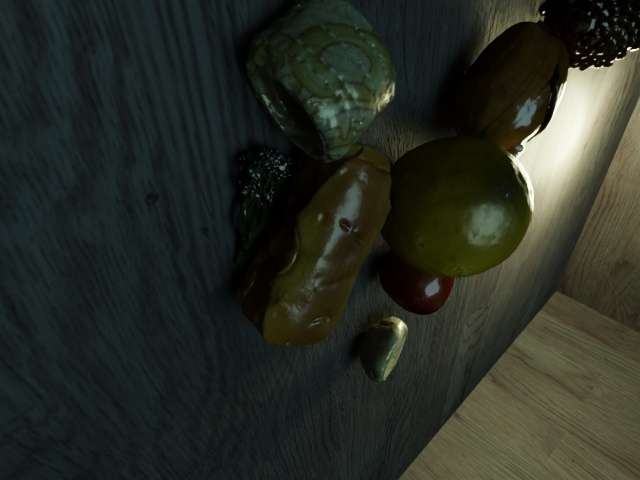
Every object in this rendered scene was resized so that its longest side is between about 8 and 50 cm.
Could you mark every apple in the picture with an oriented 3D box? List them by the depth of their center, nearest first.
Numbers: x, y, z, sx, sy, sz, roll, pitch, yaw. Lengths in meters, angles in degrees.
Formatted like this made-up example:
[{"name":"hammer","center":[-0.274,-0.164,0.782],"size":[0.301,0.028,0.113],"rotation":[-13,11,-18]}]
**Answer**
[{"name":"apple","center":[0.232,0.083,1.035],"size":[0.168,0.181,0.181],"rotation":[-51,144,-13]}]

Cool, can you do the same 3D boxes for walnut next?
[{"name":"walnut","center":[0.408,-0.333,0.915],"size":[0.336,0.209,0.209],"rotation":[-59,145,-9]}]

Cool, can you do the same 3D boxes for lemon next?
[{"name":"lemon","center":[0.262,-0.066,0.858],"size":[0.297,0.297,0.297],"rotation":[-30,137,-33]}]

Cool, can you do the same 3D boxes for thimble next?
[{"name":"thimble","center":[0.001,-0.214,0.566],"size":[0.143,0.137,0.190],"rotation":[-46,120,-14]}]

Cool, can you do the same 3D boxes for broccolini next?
[{"name":"broccolini","center":[-0.088,-0.042,0.653],"size":[0.091,0.068,0.202],"rotation":[-42,148,-54]}]

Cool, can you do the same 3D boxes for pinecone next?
[{"name":"pinecone","center":[0.645,-0.552,0.997],"size":[0.246,0.246,0.292],"rotation":[46,64,-54]}]

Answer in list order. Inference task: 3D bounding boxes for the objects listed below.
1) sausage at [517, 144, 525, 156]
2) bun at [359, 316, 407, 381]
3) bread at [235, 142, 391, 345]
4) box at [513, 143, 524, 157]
[{"name":"sausage","center":[0.536,-0.216,1.291],"size":[0.253,0.034,0.034],"rotation":[-44,143,-20]},{"name":"bun","center":[0.160,0.286,1.168],"size":[0.183,0.102,0.183],"rotation":[-53,156,-35]},{"name":"bread","center":[0.003,0.002,0.711],"size":[0.195,0.149,0.344],"rotation":[10,108,-59]},{"name":"box","center":[0.435,-0.282,1.036],"size":[0.051,0.129,0.130],"rotation":[24,97,-55]}]
